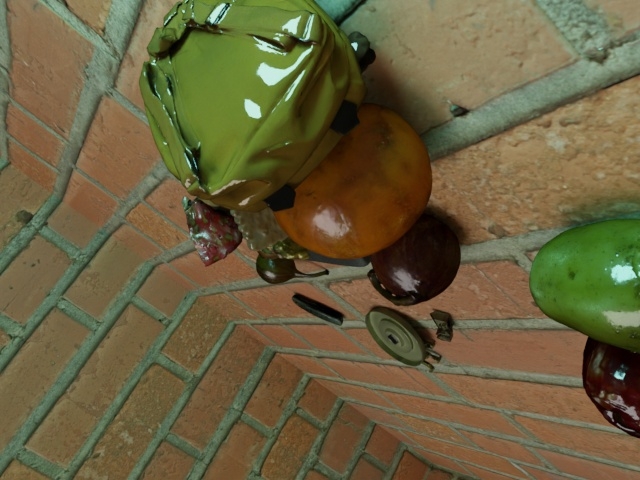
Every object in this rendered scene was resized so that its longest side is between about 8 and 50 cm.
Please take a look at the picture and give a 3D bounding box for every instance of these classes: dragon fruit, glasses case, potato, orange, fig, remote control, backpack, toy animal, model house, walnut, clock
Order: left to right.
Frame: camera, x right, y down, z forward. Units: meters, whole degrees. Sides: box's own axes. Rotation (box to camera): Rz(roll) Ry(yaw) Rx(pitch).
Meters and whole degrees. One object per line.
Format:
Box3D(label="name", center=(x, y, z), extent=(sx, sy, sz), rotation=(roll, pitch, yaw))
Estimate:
Box3D(label="dragon fruit", center=(-0.339, -0.057, 1.750), extent=(0.211, 0.134, 0.262), rotation=(59, -176, -24))
Box3D(label="backpack", center=(-0.111, -0.236, 0.856), extent=(0.378, 0.353, 0.201), rotation=(54, -165, 30))
Box3D(label="fig", center=(-0.091, 0.094, 1.792), extent=(0.236, 0.124, 0.124), rotation=(15, 155, 10))
Box3D(label="remote control", center=(-0.012, 0.261, 2.115), extent=(0.222, 0.042, 0.072), rotation=(22, 156, 25))
Box3D(label="glasses case", center=(0.000, 0.000, 1.511), extent=(0.323, 0.074, 0.131), rotation=(6, 147, 47))
Box3D(label="orange", center=(0.051, -0.101, 0.965), extent=(0.284, 0.284, 0.226), rotation=(9, 144, 44))
Box3D(label="clock", center=(0.242, 0.315, 1.830), extent=(0.235, 0.029, 0.235), rotation=(37, 152, 24))
Box3D(label="fig", center=(0.200, 0.049, 1.202), extent=(0.205, 0.205, 0.205), rotation=(27, 157, 12))
Box3D(label="toy animal", center=(0.317, 0.364, 1.874), extent=(0.136, 0.073, 0.181), rotation=(20, 154, 33))
Box3D(label="model house", center=(0.345, 0.244, 1.604), extent=(0.058, 0.057, 0.083), rotation=(8, 150, 35))
Box3D(label="potato", center=(0.482, 0.065, 0.860), extent=(0.304, 0.216, 0.216), rotation=(21, 157, 43))
Box3D(label="walnut", center=(0.589, 0.225, 0.976), extent=(0.244, 0.269, 0.222), rotation=(27, 155, 21))

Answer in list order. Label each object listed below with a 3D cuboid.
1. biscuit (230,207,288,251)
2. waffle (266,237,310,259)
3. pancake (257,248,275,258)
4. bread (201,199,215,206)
Box3D(label="biscuit", center=(-0.104, -0.149, 1.097), extent=(0.325, 0.217, 0.044), rotation=(66, 176, -29))
Box3D(label="waffle", center=(-0.137, -0.105, 1.300), extent=(0.261, 0.151, 0.324), rotation=(31, 158, 48))
Box3D(label="pancake", center=(-0.173, -0.009, 1.624), extent=(0.212, 0.056, 0.257), rotation=(54, 178, 35))
Box3D(label="bread", center=(-0.311, -0.157, 1.602), extent=(0.139, 0.060, 0.178), rotation=(39, 157, -17))
